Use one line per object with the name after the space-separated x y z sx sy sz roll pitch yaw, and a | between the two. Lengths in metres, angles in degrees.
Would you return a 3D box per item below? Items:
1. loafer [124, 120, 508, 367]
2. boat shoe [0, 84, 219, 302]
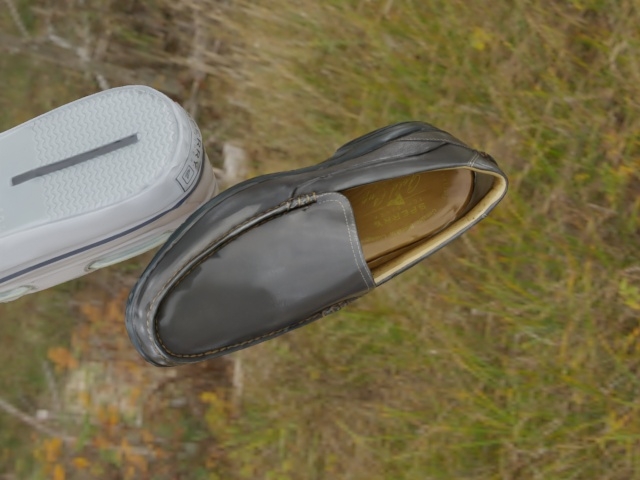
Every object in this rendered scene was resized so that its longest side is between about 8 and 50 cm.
0.000 0.000 0.551 0.061 0.170 0.062 16 135 58 | loafer
-0.151 0.002 0.586 0.226 0.076 0.083 -11 63 10 | boat shoe
